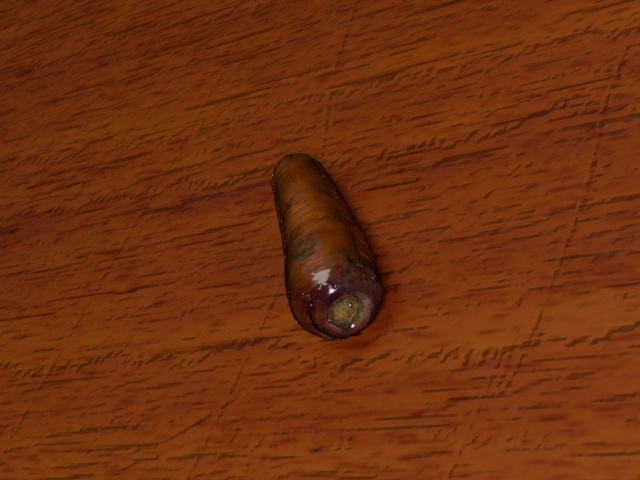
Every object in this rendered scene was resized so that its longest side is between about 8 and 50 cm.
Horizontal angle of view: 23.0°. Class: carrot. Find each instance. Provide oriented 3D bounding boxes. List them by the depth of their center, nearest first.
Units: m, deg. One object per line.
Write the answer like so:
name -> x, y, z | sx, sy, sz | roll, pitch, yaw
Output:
carrot -> 0.000, 0.000, 0.927 | 0.055, 0.055, 0.161 | -38, 29, 13
